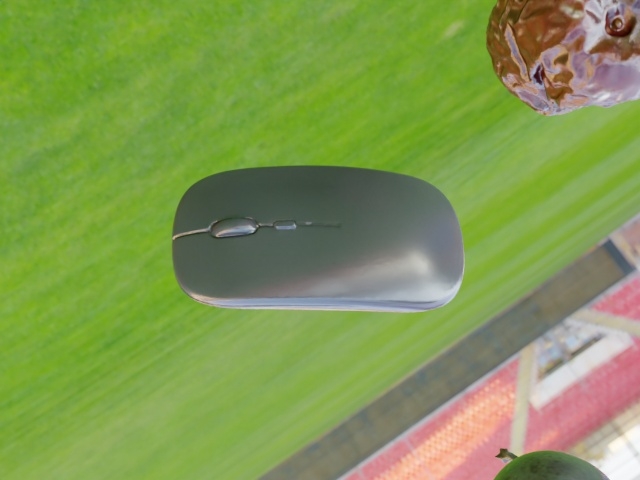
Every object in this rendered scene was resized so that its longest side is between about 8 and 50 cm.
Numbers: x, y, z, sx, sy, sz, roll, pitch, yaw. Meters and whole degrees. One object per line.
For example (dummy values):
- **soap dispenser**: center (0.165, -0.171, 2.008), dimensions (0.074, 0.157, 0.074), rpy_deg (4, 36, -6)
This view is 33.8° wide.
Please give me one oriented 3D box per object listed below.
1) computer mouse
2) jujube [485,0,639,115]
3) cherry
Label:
- **computer mouse**: center (0.001, -0.001, 0.824), dimensions (0.232, 0.120, 0.057), rpy_deg (3, 154, -6)
- **jujube**: center (0.301, -0.245, 1.224), dimensions (0.213, 0.213, 0.232), rpy_deg (-34, -175, -8)
- **cherry**: center (0.187, 0.252, 0.986), dimensions (0.188, 0.115, 0.148), rpy_deg (16, -124, 47)
